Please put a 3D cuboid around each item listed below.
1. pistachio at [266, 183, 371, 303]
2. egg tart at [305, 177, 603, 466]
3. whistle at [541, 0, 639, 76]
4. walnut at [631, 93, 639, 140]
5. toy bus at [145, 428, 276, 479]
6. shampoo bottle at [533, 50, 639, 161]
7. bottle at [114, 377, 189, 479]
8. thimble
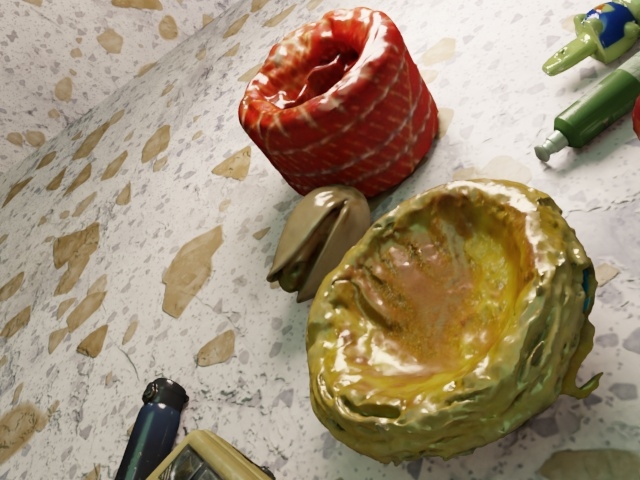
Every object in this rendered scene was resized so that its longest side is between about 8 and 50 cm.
[{"bbox_3d":[0.000,0.000,0.939,0.215,0.144,0.144,-53,39,-3],"label":"pistachio"},{"bbox_3d":[0.152,0.100,0.688,0.388,0.169,0.387,-26,38,23],"label":"egg tart"},{"bbox_3d":[0.460,-0.339,0.890,0.227,0.085,0.105,-32,31,14],"label":"whistle"},{"bbox_3d":[0.507,-0.159,0.605,0.244,0.221,0.269,-10,30,-10],"label":"walnut"},{"bbox_3d":[-0.070,0.373,0.617,0.365,0.177,0.202,16,61,48],"label":"toy bus"},{"bbox_3d":[0.405,-0.190,0.823,0.204,0.065,0.065,-39,39,5],"label":"shampoo bottle"},{"bbox_3d":[-0.281,0.344,0.895,0.072,0.082,0.244,-20,43,36],"label":"bottle"},{"bbox_3d":[0.035,-0.254,1.061,0.350,0.230,0.350,-22,43,22],"label":"thimble"}]
